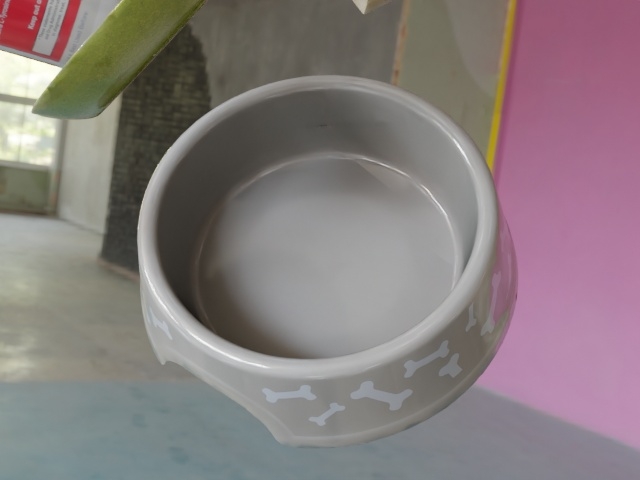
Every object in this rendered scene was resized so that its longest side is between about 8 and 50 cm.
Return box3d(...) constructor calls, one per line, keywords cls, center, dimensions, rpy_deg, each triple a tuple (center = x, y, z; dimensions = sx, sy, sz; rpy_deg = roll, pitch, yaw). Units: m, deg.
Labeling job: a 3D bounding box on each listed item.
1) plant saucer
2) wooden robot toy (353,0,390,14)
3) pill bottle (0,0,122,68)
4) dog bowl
box3d(cls="plant saucer", center=(-0.109, -0.166, 0.713), dimensions=(0.037, 0.241, 0.241), rpy_deg=(44, -4, -14))
box3d(cls="wooden robot toy", center=(0.067, -0.219, 0.601), dimensions=(0.076, 0.173, 0.079), rpy_deg=(31, -18, 8))
box3d(cls="pill bottle", center=(-0.433, -0.357, 1.182), dimensions=(0.407, 0.229, 0.229), rpy_deg=(13, 3, -22))
box3d(cls="dog bowl", center=(0.000, 0.000, 0.884), dimensions=(0.348, 0.349, 0.102), rpy_deg=(10, -31, 12))
